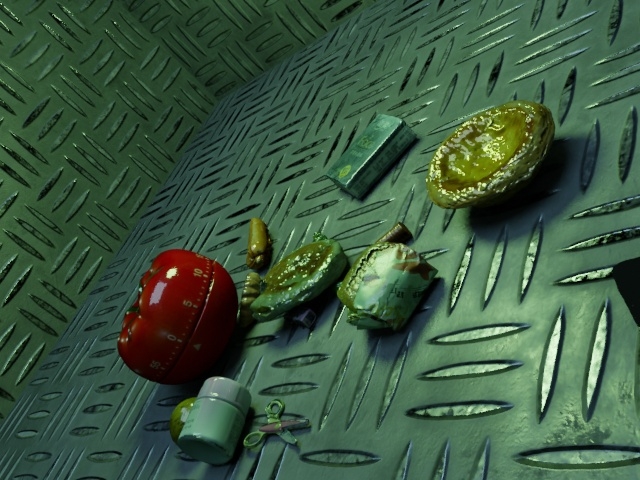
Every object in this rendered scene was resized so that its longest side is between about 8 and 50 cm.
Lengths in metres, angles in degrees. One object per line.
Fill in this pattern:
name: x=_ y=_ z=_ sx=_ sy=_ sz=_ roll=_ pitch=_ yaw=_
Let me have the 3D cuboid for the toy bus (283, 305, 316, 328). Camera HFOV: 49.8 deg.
toy bus: x=-0.058 y=0.192 z=1.779 sx=0.052 sy=0.037 sz=0.131 roll=-49 pitch=24 yaw=-18

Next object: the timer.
timer: x=-0.396 y=0.218 z=1.941 sx=0.378 sy=0.279 sz=0.378 roll=-51 pitch=24 yaw=32

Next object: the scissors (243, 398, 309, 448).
scissors: x=-0.091 y=0.413 z=1.526 sx=0.187 sy=0.020 sz=0.133 roll=-8 pitch=40 yaw=54

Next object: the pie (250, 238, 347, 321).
pie: x=-0.058 y=0.098 z=1.834 sx=0.303 sy=0.067 sz=0.302 roll=-32 pitch=20 yaw=13

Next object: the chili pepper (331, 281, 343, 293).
chili pepper: x=0.072 y=0.108 z=1.707 sx=0.118 sy=0.035 sz=0.055 roll=-34 pitch=45 yaw=31

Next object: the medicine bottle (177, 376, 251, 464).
medicine bottle: x=-0.244 y=0.420 z=1.615 sx=0.135 sy=0.135 sz=0.168 roll=-24 pitch=34 yaw=39

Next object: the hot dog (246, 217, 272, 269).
hot dog: x=-0.195 y=0.013 z=2.202 sx=0.249 sy=0.076 sz=0.102 roll=-97 pitch=19 yaw=-60

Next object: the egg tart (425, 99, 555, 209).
egg tart: x=0.387 y=-0.170 z=1.531 sx=0.319 sy=0.128 sz=0.319 roll=-35 pitch=30 yaw=24

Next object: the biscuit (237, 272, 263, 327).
biscuit: x=-0.197 y=0.162 z=1.993 sx=0.183 sy=0.061 sz=0.118 roll=-80 pitch=0 yaw=-49

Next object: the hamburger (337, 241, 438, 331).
hamburger: x=0.122 y=0.098 z=1.535 sx=0.214 sy=0.125 sz=0.235 roll=-43 pitch=38 yaw=-17

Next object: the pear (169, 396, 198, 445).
pear: x=-0.322 y=0.451 z=1.722 sx=0.131 sy=0.107 sz=0.107 roll=-41 pitch=25 yaw=-6

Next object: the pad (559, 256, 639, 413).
pad: x=0.477 y=0.132 z=1.037 sx=0.323 sy=0.055 sz=0.250 roll=-34 pitch=28 yaw=24

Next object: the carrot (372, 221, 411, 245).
carrot: x=0.157 y=0.011 z=1.703 sx=0.139 sy=0.048 sz=0.048 roll=-40 pitch=26 yaw=15

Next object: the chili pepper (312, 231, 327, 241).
chili pepper: x=0.002 y=0.000 z=1.981 sx=0.091 sy=0.034 sz=0.030 roll=-120 pitch=42 yaw=-63

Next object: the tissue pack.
tissue pack: x=0.148 y=-0.253 z=2.060 sx=0.257 sy=0.081 sz=0.185 roll=-48 pitch=26 yaw=-2
